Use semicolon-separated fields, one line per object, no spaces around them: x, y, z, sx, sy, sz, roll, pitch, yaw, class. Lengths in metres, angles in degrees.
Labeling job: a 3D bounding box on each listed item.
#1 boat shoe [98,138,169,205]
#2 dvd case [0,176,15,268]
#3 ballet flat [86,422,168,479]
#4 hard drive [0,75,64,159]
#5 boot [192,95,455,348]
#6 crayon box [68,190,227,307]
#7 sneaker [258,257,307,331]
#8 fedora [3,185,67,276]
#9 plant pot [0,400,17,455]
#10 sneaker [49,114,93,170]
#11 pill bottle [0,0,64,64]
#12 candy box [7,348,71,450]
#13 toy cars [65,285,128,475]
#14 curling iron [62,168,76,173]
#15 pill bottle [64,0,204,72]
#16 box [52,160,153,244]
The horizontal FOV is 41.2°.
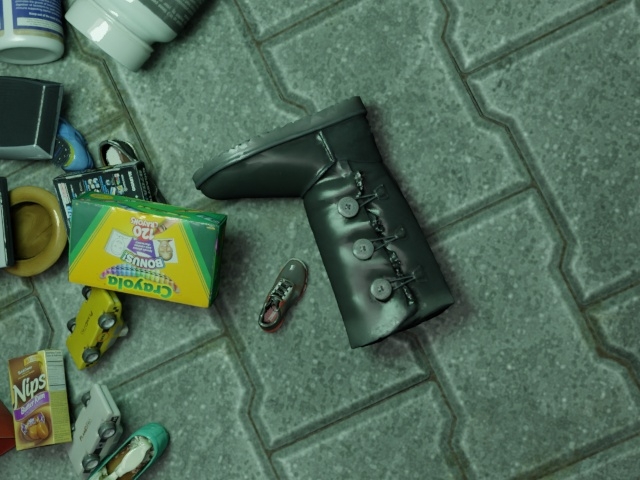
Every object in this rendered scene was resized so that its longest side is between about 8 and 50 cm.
-0.372;-0.099;1.706;0.084;0.079;0.233;-31;85;4;boat shoe
-0.720;-0.021;1.735;0.253;0.022;0.180;-9;86;32;dvd case
-0.402;0.458;1.678;0.083;0.087;0.247;43;94;8;ballet flat
-0.646;-0.252;1.721;0.255;0.054;0.171;6;86;21;hard drive
0.002;-0.001;1.616;0.367;0.146;0.445;-24;88;6;boot
-0.324;0.015;1.598;0.279;0.081;0.165;10;108;5;crayon box
-0.074;0.108;1.655;0.061;0.065;0.157;24;89;9;sneaker
-0.583;-0.019;1.732;0.195;0.079;0.194;0;92;17;fedora
-0.798;0.353;1.670;0.267;0.267;0.235;-33;72;6;plant pot
-0.537;-0.217;1.750;0.069;0.082;0.209;-48;63;19;sneaker
-0.605;-0.502;1.721;0.153;0.153;0.264;-5;87;8;pill bottle
-0.563;0.318;1.702;0.109;0.053;0.186;-16;76;27;candy box
-0.431;0.268;1.688;0.177;0.087;0.393;-2;87;47;toy cars
-0.456;-0.072;1.737;0.068;0.035;0.274;-41;83;5;curling iron
-0.315;-0.518;1.652;0.204;0.204;0.361;40;93;8;pill bottle
-0.409;-0.034;1.666;0.175;0.051;0.220;-9;104;10;box
